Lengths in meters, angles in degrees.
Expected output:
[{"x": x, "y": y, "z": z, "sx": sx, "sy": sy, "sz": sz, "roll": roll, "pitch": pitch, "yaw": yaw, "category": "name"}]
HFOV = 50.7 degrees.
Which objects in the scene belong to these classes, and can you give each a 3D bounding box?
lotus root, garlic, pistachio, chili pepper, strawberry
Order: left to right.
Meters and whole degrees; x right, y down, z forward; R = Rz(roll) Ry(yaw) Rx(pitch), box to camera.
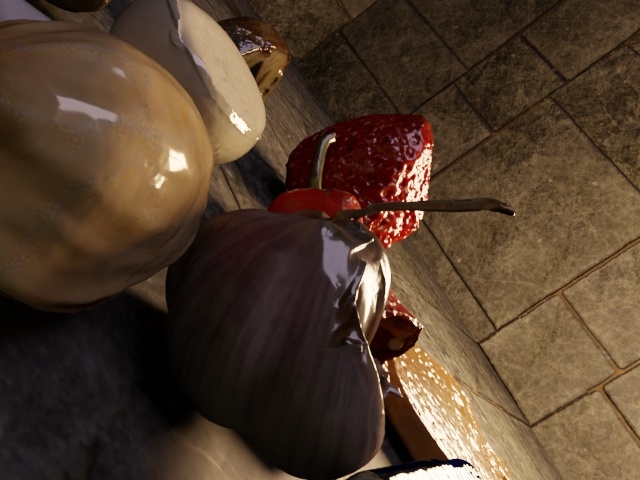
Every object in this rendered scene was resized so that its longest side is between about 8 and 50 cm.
[{"x": -0.137, "y": -0.038, "z": 0.387, "sx": 0.157, "sy": 0.157, "sz": 0.229, "roll": 56, "pitch": 7, "yaw": 9, "category": "pistachio"}, {"x": -0.132, "y": -0.277, "z": 1.094, "sx": 0.074, "sy": 0.170, "sz": 0.261, "roll": 53, "pitch": 16, "yaw": 12, "category": "lotus root"}, {"x": -0.005, "y": 0.001, "z": 0.843, "sx": 0.135, "sy": 0.131, "sz": 0.338, "roll": 19, "pitch": 38, "yaw": -46, "category": "chili pepper"}, {"x": 0.019, "y": 0.055, "z": 0.507, "sx": 0.207, "sy": 0.257, "sz": 0.207, "roll": -25, "pitch": 90, "yaw": -89, "category": "garlic"}, {"x": 0.077, "y": -0.106, "z": 1.142, "sx": 0.257, "sy": 0.277, "sz": 0.257, "roll": 49, "pitch": 9, "yaw": -11, "category": "strawberry"}]

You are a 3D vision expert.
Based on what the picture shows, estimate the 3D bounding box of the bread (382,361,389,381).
[{"x": 0.063, "y": 0.172, "z": 0.832, "sx": 0.033, "sy": 0.049, "sz": 0.088, "roll": 59, "pitch": 8, "yaw": -16, "category": "bread"}]

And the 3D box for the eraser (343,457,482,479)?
[{"x": 0.081, "y": 0.257, "z": 0.519, "sx": 0.155, "sy": 0.102, "sz": 0.332, "roll": 60, "pitch": 14, "yaw": 25, "category": "eraser"}]

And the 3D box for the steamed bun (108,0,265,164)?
[{"x": -0.150, "y": -0.161, "z": 0.731, "sx": 0.177, "sy": 0.131, "sz": 0.228, "roll": 66, "pitch": 11, "yaw": 5, "category": "steamed bun"}]

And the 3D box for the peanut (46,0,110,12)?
[{"x": -0.293, "y": -0.325, "z": 0.662, "sx": 0.197, "sy": 0.110, "sz": 0.233, "roll": 42, "pitch": 1, "yaw": 35, "category": "peanut"}]

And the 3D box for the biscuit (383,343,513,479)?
[{"x": 0.177, "y": 0.276, "z": 0.969, "sx": 0.312, "sy": 0.057, "sz": 0.351, "roll": 59, "pitch": 14, "yaw": 21, "category": "biscuit"}]

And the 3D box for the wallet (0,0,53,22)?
[{"x": -0.237, "y": -0.143, "z": 0.580, "sx": 0.190, "sy": 0.033, "sz": 0.095, "roll": 59, "pitch": 14, "yaw": 28, "category": "wallet"}]
